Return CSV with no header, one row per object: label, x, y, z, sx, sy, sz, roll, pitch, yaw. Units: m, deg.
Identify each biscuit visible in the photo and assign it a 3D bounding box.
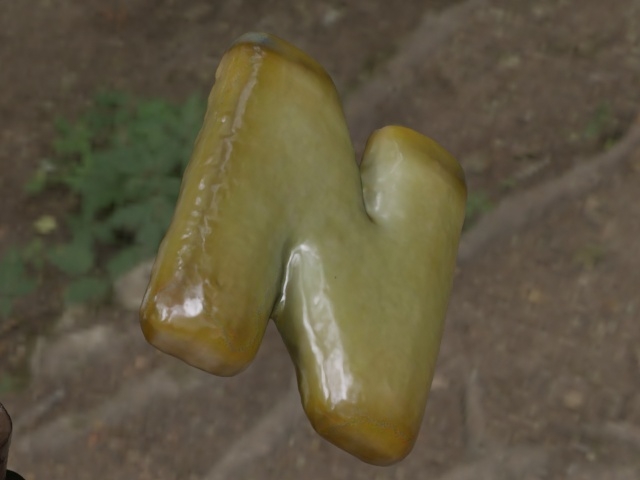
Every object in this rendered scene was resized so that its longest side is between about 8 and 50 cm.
biscuit,0.000,0.000,1.234,0.237,0.062,0.290,33,51,-20

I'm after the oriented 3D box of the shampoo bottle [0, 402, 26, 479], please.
shampoo bottle,-0.280,0.250,1.239,0.129,0.323,0.084,4,37,-13
